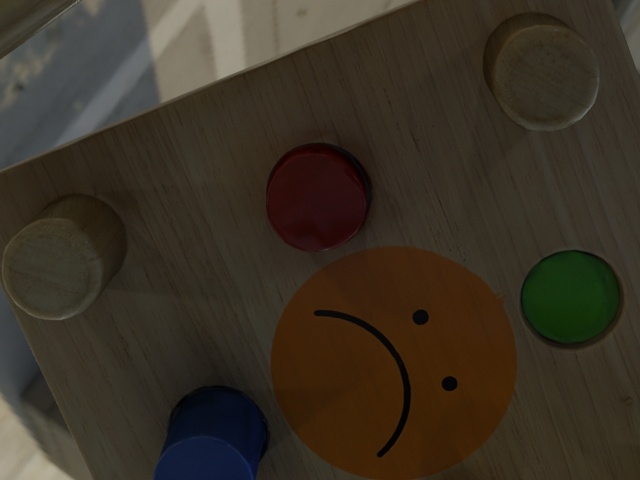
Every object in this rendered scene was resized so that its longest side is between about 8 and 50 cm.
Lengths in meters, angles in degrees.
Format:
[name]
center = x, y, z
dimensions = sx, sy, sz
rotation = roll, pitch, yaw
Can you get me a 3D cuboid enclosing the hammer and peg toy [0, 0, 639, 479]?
[hammer and peg toy]
center = 0.000, 0.000, 0.541
dimensions = 0.266, 0.361, 0.127
rotation = -22, -168, 7
